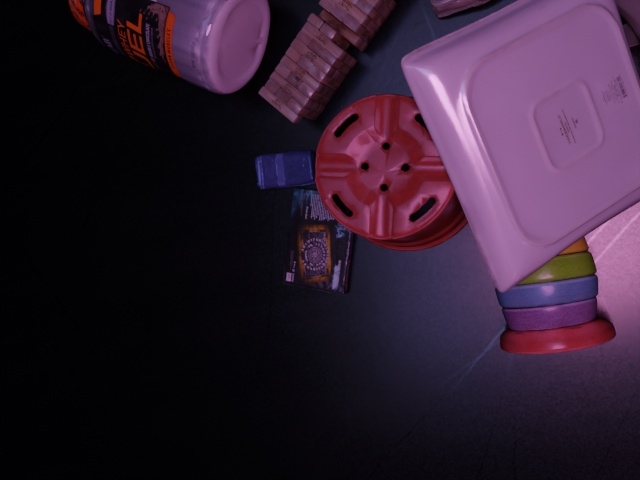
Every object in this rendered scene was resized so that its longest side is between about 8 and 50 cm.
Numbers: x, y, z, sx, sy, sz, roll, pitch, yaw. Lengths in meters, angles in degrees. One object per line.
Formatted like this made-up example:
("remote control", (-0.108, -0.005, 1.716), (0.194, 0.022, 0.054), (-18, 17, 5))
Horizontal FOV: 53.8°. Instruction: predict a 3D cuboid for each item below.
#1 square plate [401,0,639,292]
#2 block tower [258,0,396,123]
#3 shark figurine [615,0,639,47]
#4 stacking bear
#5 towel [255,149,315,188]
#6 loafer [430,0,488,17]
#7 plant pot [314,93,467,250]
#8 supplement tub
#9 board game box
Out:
("square plate", (0.319, -0.157, 0.854), (0.344, 0.049, 0.347), (-30, 104, -14))
("block tower", (0.032, -0.365, 1.109), (0.091, 0.097, 0.335), (42, 105, 14))
("shark figurine", (0.435, -0.357, 0.934), (0.278, 0.116, 0.166), (36, 95, 27))
("stacking bear", (0.344, 0.021, 0.988), (0.175, 0.164, 0.289), (-10, 86, 21))
("towel", (-0.065, -0.135, 1.195), (0.119, 0.029, 0.067), (-3, 93, 22))
("loafer", (0.248, -0.407, 1.055), (0.125, 0.039, 0.045), (-10, 57, 18))
("plant pot", (0.120, -0.108, 0.985), (0.272, 0.265, 0.272), (1, 94, 14))
("supplement tub", (-0.280, -0.417, 1.163), (0.338, 0.207, 0.207), (25, 102, 18))
("board game box", (0.000, 0.000, 1.181), (0.126, 0.026, 0.186), (10, 97, 20))
